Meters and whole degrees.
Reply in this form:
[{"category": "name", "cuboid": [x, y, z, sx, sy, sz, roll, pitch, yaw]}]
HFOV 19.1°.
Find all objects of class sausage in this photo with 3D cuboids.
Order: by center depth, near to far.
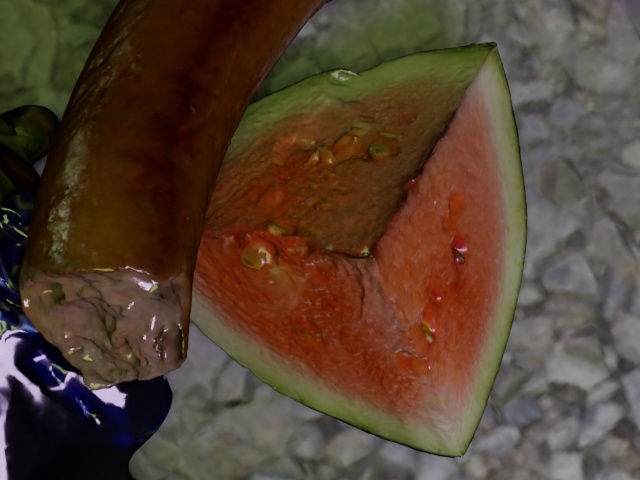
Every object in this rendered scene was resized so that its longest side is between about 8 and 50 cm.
[{"category": "sausage", "cuboid": [-0.050, -0.076, 0.840, 0.103, 0.076, 0.302, 18, 62, 14]}]

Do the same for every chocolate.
[{"category": "chocolate", "cuboid": [-0.159, -0.009, 0.860, 0.343, 0.126, 0.148, 56, 46, -6]}]

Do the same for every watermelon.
[{"category": "watermelon", "cuboid": [0.002, 0.000, 0.883, 0.145, 0.137, 0.193, 4, 90, 30]}]
